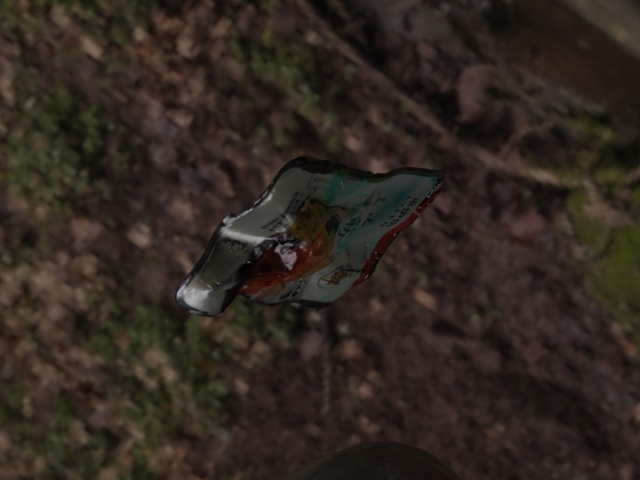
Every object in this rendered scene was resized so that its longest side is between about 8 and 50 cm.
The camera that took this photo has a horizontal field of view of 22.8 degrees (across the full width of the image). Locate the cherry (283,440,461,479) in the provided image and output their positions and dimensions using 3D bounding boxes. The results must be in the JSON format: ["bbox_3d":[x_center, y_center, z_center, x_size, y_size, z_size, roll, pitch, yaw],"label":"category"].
[{"bbox_3d":[0.043,0.284,1.435,0.266,0.213,0.183,1,119,11],"label":"cherry"}]

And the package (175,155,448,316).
[{"bbox_3d":[0.000,0.000,1.213,0.232,0.166,0.040,5,-137,-56],"label":"package"}]
